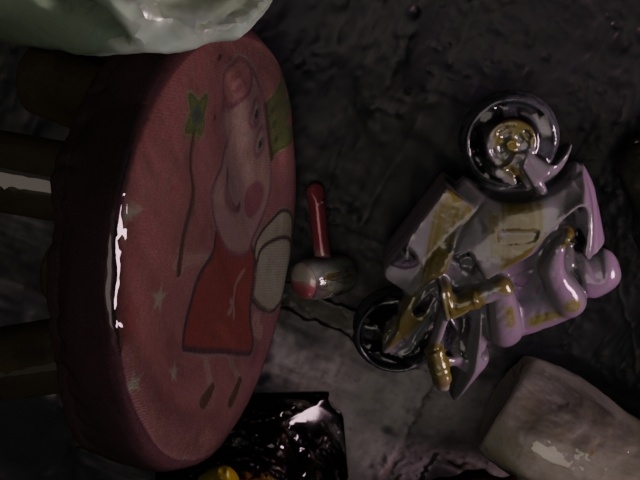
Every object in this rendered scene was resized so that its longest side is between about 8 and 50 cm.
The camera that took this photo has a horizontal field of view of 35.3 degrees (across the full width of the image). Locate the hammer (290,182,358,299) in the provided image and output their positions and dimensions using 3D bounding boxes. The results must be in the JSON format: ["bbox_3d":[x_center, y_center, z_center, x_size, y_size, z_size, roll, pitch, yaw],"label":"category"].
[{"bbox_3d":[0.000,0.000,0.719,0.031,0.052,0.083,-2,95,45],"label":"hammer"}]

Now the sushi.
[{"bbox_3d":[-0.059,0.228,0.756,0.153,0.150,0.172,-2,112,6],"label":"sushi"}]

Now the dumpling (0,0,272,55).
[{"bbox_3d":[-0.160,-0.232,0.499,0.270,0.212,0.321,-34,116,12],"label":"dumpling"}]

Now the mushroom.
[{"bbox_3d":[0.230,0.153,0.734,0.223,0.092,0.081,13,147,3],"label":"mushroom"}]

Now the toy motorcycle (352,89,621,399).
[{"bbox_3d":[0.127,0.016,0.693,0.152,0.073,0.225,25,112,-8],"label":"toy motorcycle"}]

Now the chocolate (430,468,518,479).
[{"bbox_3d":[0.108,0.257,0.723,0.224,0.206,0.177,4,111,4],"label":"chocolate"}]

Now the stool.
[{"bbox_3d":[-0.132,-0.006,0.620,0.178,0.272,0.272,7,114,16],"label":"stool"}]

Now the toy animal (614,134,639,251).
[{"bbox_3d":[0.244,-0.013,0.684,0.065,0.047,0.136,-17,112,18],"label":"toy animal"}]
